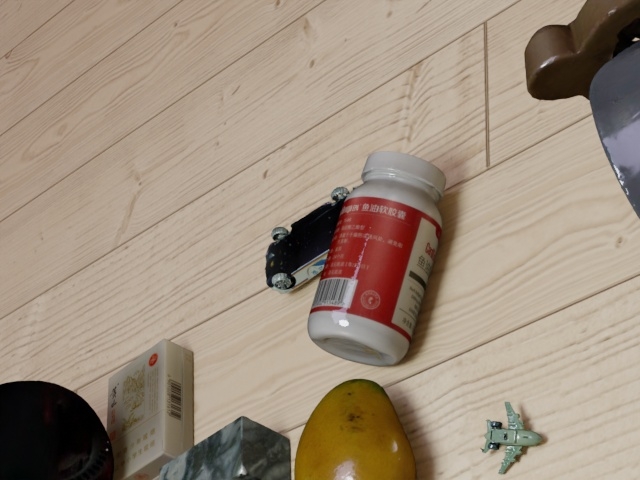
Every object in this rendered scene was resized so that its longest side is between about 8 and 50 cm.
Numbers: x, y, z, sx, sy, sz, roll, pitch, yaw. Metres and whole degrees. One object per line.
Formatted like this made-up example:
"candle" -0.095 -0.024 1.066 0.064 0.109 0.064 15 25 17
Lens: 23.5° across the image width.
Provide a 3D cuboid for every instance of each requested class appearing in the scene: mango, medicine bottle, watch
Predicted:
"mango" 0.037 0.259 1.800 0.151 0.120 0.221 -45 30 16
"medicine bottle" -0.459 0.372 2.218 0.395 0.242 0.242 132 149 -51
"medicine bottle" 0.075 0.023 1.914 0.131 0.131 0.250 -6 60 50
"watch" 0.407 -0.101 1.468 0.314 0.335 0.327 -30 63 29

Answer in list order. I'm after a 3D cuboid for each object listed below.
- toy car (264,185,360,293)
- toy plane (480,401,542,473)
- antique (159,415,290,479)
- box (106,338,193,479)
"toy car" 0.000 0.000 2.095 0.205 0.056 0.095 -32 42 30
"toy plane" 0.207 0.215 1.685 0.083 0.033 0.080 -6 71 50
"antique" -0.131 0.315 2.000 0.183 0.086 0.088 -34 41 33
"box" -0.247 0.260 2.218 0.141 0.058 0.201 -37 41 31
